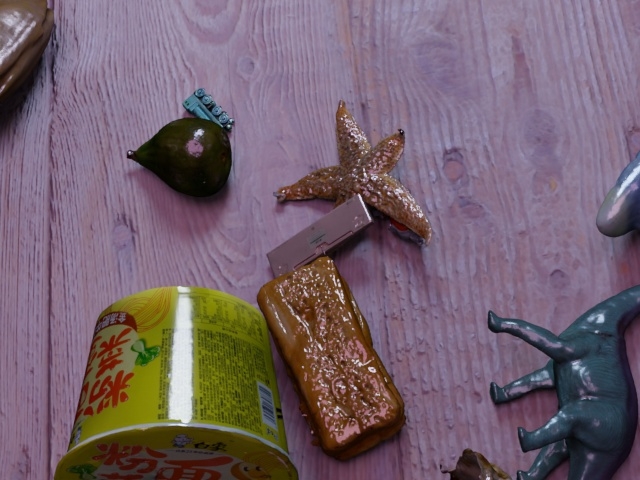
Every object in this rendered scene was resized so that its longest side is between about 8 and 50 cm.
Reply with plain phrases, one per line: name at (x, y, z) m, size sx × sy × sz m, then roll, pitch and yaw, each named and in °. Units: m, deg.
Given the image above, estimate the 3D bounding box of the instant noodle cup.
instant noodle cup at (-0.180, 0.214, 1.607) m, size 0.311 × 0.311 × 0.221 m, roll -8°, pitch 53°, yaw 8°

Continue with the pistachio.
pistachio at (-0.535, -0.292, 1.984) m, size 0.212 × 0.163 × 0.260 m, roll 12°, pitch 48°, yaw 32°

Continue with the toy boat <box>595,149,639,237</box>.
toy boat at (0.523, -0.084, 1.654) m, size 0.330 × 0.123 × 0.215 m, roll -34°, pitch 57°, yaw -15°

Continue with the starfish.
starfish at (0.048, -0.063, 1.799) m, size 0.231 × 0.048 × 0.295 m, roll -42°, pitch 57°, yaw 10°

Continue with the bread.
bread at (0.009, 0.159, 1.695) m, size 0.139 × 0.077 × 0.271 m, roll -28°, pitch 61°, yaw 2°

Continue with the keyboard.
keyboard at (0.000, 0.000, 1.771) m, size 0.166 × 0.017 × 0.055 m, roll -33°, pitch 58°, yaw 17°

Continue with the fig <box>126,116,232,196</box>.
fig at (-0.210, -0.129, 1.874) m, size 0.177 × 0.117 × 0.117 m, roll 9°, pitch 65°, yaw 39°

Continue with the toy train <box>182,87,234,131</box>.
toy train at (-0.171, -0.195, 1.930) m, size 0.045 × 0.029 × 0.092 m, roll -41°, pitch 65°, yaw -1°

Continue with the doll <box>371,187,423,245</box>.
doll at (0.115, -0.030, 1.786) m, size 0.057 × 0.039 × 0.114 m, roll -15°, pitch 53°, yaw -20°

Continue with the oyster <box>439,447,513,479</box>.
oyster at (0.188, 0.416, 1.475) m, size 0.133 × 0.198 × 0.337 m, roll 0°, pitch 74°, yaw 10°

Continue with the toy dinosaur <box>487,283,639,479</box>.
toy dinosaur at (0.393, 0.194, 1.598) m, size 0.331 × 0.129 × 0.383 m, roll -10°, pitch 64°, yaw -3°
